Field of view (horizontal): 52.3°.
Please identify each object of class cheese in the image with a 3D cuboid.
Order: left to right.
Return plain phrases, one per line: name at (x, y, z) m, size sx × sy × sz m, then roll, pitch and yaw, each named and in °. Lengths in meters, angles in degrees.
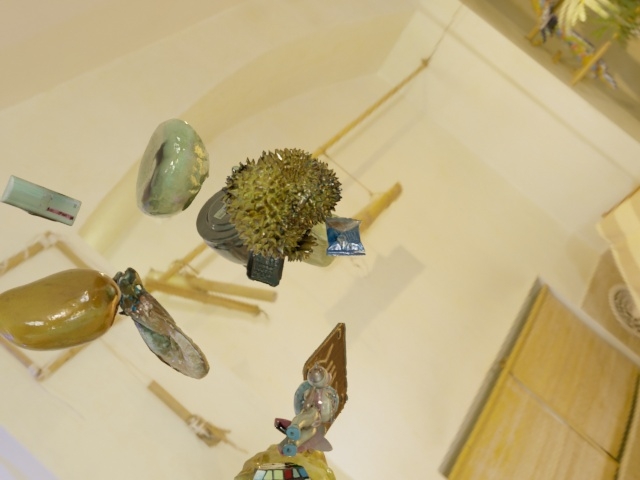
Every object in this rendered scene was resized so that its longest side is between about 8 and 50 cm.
cheese at (0.000, 0.000, 1.799) m, size 0.167 × 0.123 × 0.094 m, roll 116°, pitch 161°, yaw -57°

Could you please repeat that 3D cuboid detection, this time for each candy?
candy at (0.054, -0.011, 1.468) m, size 0.136 × 0.088 × 0.038 m, roll -91°, pitch 0°, yaw -50°

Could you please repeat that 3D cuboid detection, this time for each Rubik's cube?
Rubik's cube at (-0.068, 0.439, 1.106) m, size 0.112 × 0.133 × 0.133 m, roll -41°, pitch 1°, yaw 33°

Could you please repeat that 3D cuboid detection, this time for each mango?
mango at (-0.672, 0.178, 1.671) m, size 0.317 × 0.211 × 0.173 m, roll -10°, pitch -31°, yaw -24°

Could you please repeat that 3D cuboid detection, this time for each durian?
durian at (-0.081, -0.084, 1.428) m, size 0.258 × 0.258 × 0.293 m, roll -51°, pitch -19°, yaw 13°

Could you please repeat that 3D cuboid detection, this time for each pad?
pad at (0.016, 0.406, 1.815) m, size 0.286 × 0.018 × 0.284 m, roll -39°, pitch -49°, yaw -59°

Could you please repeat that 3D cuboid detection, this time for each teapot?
teapot at (-0.253, -0.048, 2.057) m, size 0.239 × 0.321 × 0.239 m, roll -36°, pitch -45°, yaw -7°

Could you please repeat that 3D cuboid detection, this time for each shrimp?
shrimp at (-0.491, 0.272, 2.004) m, size 0.221 × 0.446 × 0.110 m, roll -4°, pitch 37°, yaw 47°

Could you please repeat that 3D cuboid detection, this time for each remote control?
remote control at (-0.587, -0.080, 1.380) m, size 0.166 × 0.029 × 0.065 m, roll 26°, pitch -97°, yaw -47°

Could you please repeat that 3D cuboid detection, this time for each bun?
bun at (-0.393, -0.185, 1.796) m, size 0.283 × 0.179 × 0.283 m, roll -40°, pitch 41°, yaw 48°

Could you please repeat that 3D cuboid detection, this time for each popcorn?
popcorn at (-0.088, 0.768, 1.881) m, size 0.348 × 0.382 × 0.349 m, roll -13°, pitch 19°, yaw 4°

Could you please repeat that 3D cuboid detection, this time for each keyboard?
keyboard at (-0.134, -0.006, 1.755) m, size 0.016 × 0.106 × 0.263 m, roll -30°, pitch 46°, yaw 53°

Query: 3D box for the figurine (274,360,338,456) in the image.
figurine at (-0.032, 0.345, 1.360) m, size 0.260 × 0.102 × 0.206 m, roll -28°, pitch -63°, yaw -72°
